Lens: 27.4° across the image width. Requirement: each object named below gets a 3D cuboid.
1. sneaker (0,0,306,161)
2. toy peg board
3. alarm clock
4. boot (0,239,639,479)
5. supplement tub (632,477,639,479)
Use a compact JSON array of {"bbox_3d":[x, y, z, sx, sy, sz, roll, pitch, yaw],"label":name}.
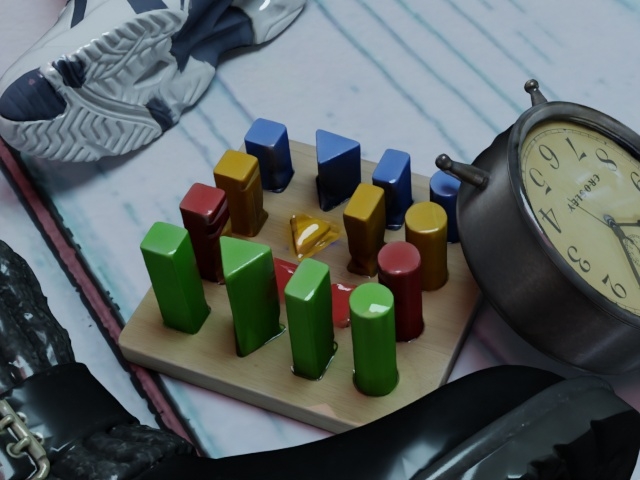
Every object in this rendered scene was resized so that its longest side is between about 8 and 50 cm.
[{"bbox_3d":[-0.132,-0.145,0.784,0.153,0.094,0.235,30,59,28],"label":"sneaker"},{"bbox_3d":[0.000,0.000,0.660,0.161,0.079,0.160,17,54,18],"label":"toy peg board"},{"bbox_3d":[0.140,0.015,0.628,0.192,0.064,0.129,45,42,6],"label":"alarm clock"},{"bbox_3d":[-0.068,0.092,0.556,0.348,0.131,0.260,-28,53,-16],"label":"boot"},{"bbox_3d":[0.131,0.145,0.508,0.071,0.107,0.071,-3,50,3],"label":"supplement tub"}]
